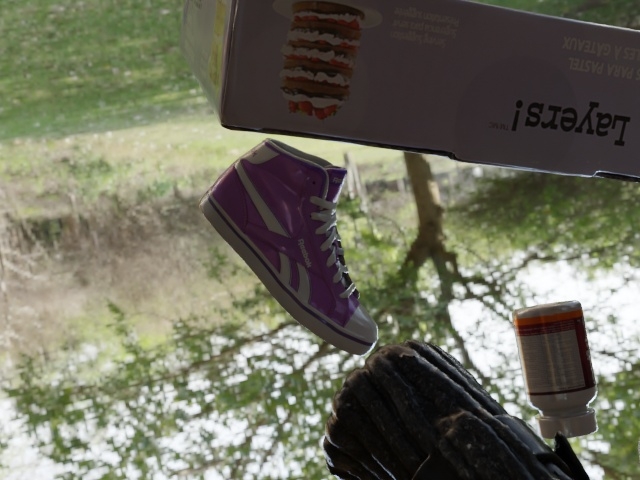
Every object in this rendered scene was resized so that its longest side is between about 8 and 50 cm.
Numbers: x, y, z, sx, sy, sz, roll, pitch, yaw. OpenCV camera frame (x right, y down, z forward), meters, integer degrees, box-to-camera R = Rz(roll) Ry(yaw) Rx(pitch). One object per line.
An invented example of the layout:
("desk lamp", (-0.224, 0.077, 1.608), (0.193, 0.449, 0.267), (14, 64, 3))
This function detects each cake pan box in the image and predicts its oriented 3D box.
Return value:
("cake pan box", (0.067, -0.093, 0.453), (0.267, 0.070, 0.245), (6, -161, -13))

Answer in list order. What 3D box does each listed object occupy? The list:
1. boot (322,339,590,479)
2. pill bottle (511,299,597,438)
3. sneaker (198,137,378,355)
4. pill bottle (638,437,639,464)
("boot", (0.139, 0.241, 0.556), (0.131, 0.348, 0.260), (-29, -145, -25))
("pill bottle", (0.404, 0.219, 1.494), (0.121, 0.221, 0.121), (-9, 176, -1))
("sneaker", (0.000, 0.000, 1.050), (0.161, 0.282, 0.102), (-43, -178, 14))
("pill bottle", (0.181, 0.221, 0.243), (0.188, 0.333, 0.188), (-1, 164, 0))
